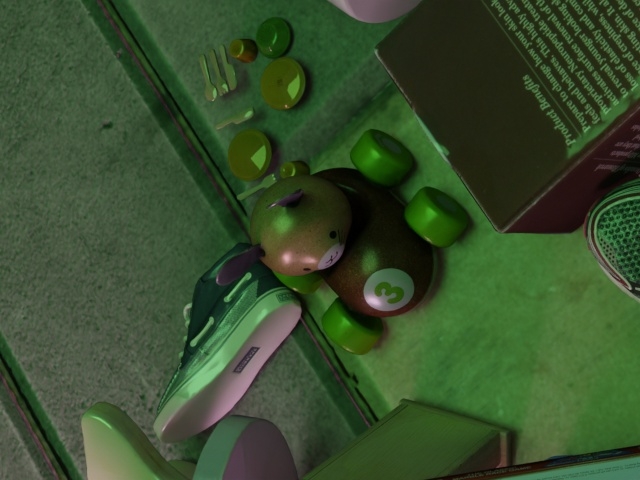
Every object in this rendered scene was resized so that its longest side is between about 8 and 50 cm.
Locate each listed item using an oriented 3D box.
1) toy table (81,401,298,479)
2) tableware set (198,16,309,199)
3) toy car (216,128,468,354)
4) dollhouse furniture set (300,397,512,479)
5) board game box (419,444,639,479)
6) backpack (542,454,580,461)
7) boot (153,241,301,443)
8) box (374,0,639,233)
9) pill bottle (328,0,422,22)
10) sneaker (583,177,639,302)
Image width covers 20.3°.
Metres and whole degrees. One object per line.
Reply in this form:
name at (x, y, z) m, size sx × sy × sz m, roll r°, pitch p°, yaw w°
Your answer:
toy table at (-0.122, 0.272, 1.537) m, size 0.161 × 0.252 × 0.274 m, roll 7°, pitch 102°, yaw 25°
tableware set at (-0.049, -0.119, 1.616) m, size 0.104 × 0.024 × 0.154 m, roll -24°, pitch 75°, yaw 29°
toy car at (0.000, 0.000, 1.476) m, size 0.149 × 0.188 × 0.155 m, roll 48°, pitch 115°, yaw 26°
dollhouse furniture set at (0.074, 0.281, 1.481) m, size 0.212 × 0.161 × 0.242 m, roll 14°, pitch 119°, yaw 34°
board game box at (0.143, 0.241, 1.332) m, size 0.281 × 0.027 × 0.145 m, roll -10°, pitch 96°, yaw 6°
backpack at (0.205, 0.225, 1.395) m, size 0.114 × 0.084 × 0.105 m, roll 42°, pitch 109°, yaw 31°
boot at (-0.099, 0.094, 1.626) m, size 0.190 × 0.069 × 0.086 m, roll -48°, pitch 57°, yaw 16°
box at (0.244, -0.191, 1.344) m, size 0.381 × 0.143 × 0.191 m, roll -42°, pitch 67°, yaw 25°
pill bottle at (-0.047, -0.344, 1.503) m, size 0.363 × 0.210 × 0.210 m, roll 39°, pitch 111°, yaw 28°
sneaker at (0.322, 0.031, 1.301) m, size 0.299 × 0.112 × 0.121 m, roll 27°, pitch 104°, yaw 33°
